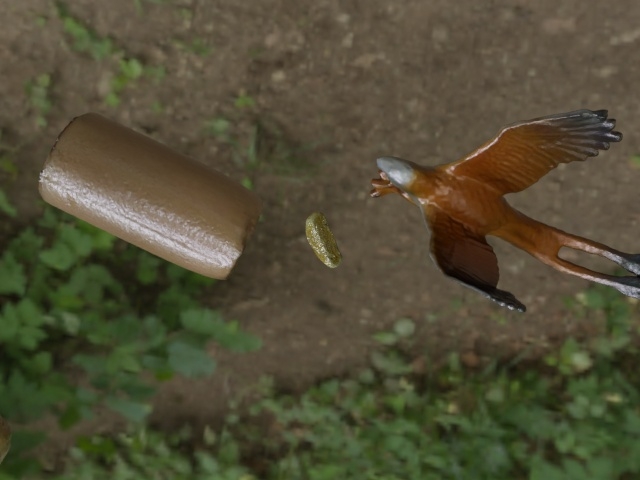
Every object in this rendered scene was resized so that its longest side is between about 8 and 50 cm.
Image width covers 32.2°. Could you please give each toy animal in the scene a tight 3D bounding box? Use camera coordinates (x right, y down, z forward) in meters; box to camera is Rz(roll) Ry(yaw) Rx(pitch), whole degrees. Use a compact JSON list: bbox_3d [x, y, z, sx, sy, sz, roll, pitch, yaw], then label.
[{"bbox_3d":[0.212,-0.038,1.280,0.302,0.225,0.284,22,178,35],"label":"toy animal"}]

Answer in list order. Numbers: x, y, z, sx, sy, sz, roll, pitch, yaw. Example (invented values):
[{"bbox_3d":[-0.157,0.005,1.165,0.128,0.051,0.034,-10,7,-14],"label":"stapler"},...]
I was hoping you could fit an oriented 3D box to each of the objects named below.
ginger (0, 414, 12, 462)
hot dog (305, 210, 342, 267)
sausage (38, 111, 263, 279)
[{"bbox_3d":[-0.331,0.145,0.979,0.069,0.095,0.190,-29,141,-10],"label":"ginger"},{"bbox_3d":[0.000,0.000,1.660,0.034,0.090,0.030,-7,-157,46],"label":"hot dog"},{"bbox_3d":[-0.186,-0.046,1.277,0.253,0.123,0.123,27,168,8],"label":"sausage"}]
